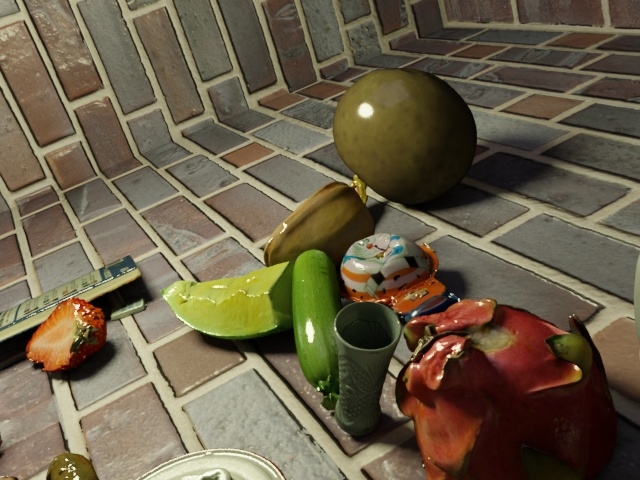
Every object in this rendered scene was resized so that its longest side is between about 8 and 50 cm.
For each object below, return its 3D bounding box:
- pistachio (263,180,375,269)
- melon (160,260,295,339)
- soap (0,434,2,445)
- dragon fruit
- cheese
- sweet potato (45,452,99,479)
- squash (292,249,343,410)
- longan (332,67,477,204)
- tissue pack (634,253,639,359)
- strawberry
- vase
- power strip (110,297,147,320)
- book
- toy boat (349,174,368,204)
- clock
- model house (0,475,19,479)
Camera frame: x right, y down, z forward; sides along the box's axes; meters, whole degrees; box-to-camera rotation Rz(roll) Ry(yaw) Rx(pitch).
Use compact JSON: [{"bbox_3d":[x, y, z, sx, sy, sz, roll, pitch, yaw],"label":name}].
[{"bbox_3d":[0.000,0.000,1.525,0.261,0.212,0.163,-34,36,-9],"label":"pistachio"},{"bbox_3d":[-0.180,0.130,1.470,0.324,0.124,0.196,-7,20,28],"label":"melon"},{"bbox_3d":[-0.691,0.365,1.216,0.128,0.220,0.325,-9,3,11],"label":"soap"},{"bbox_3d":[0.244,0.189,0.961,0.306,0.225,0.305,-16,23,7],"label":"dragon fruit"},{"bbox_3d":[0.149,0.079,1.351,0.217,0.129,0.329,-25,27,-12],"label":"cheese"},{"bbox_3d":[-0.392,0.409,1.062,0.124,0.098,0.310,23,9,-2],"label":"sweet potato"},{"bbox_3d":[-0.002,0.149,1.292,0.102,0.101,0.378,-15,42,6],"label":"squash"},{"bbox_3d":[0.211,-0.263,1.746,0.361,0.360,0.361,-15,26,7],"label":"longan"},{"bbox_3d":[0.584,0.096,0.916,0.236,0.229,0.333,-28,27,-24],"label":"tissue pack"},{"bbox_3d":[-0.549,0.219,1.572,0.236,0.107,0.175,11,76,49],"label":"strawberry"},{"bbox_3d":[0.063,0.201,1.050,0.096,0.219,0.096,2,41,-1],"label":"vase"},{"bbox_3d":[-0.467,0.167,1.703,0.090,0.016,0.040,-19,26,-4],"label":"power strip"},{"bbox_3d":[-0.664,0.152,1.764,0.428,0.039,0.300,-26,13,-15],"label":"book"},{"bbox_3d":[0.027,-0.045,1.721,0.141,0.099,0.318,-1,33,39],"label":"toy boat"},{"bbox_3d":[-0.189,0.407,0.972,0.319,0.080,0.318,-15,26,8],"label":"clock"},{"bbox_3d":[-0.538,0.458,1.033,0.183,0.166,0.172,-6,39,-7],"label":"model house"}]
